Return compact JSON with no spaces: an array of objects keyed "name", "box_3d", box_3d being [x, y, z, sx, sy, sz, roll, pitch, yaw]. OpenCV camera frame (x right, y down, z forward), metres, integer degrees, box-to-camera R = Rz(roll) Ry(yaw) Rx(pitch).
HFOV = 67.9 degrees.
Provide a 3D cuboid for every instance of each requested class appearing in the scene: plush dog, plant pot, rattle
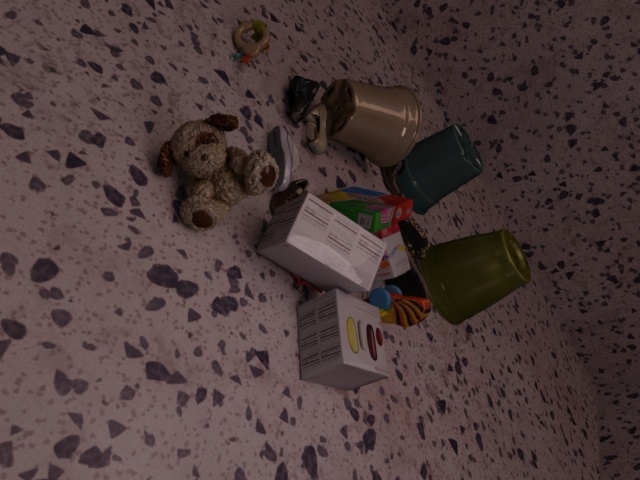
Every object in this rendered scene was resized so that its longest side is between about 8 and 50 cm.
[{"name":"plush dog","box_3d":[-0.261,-0.187,1.154,0.225,0.262,0.211,57,-1,-24]},{"name":"plant pot","box_3d":[0.168,-0.479,1.857,0.305,0.333,0.334,6,61,-38]},{"name":"plant pot","box_3d":[0.665,0.125,2.003,0.366,0.352,0.367,33,42,-36]},{"name":"plant pot","box_3d":[0.540,-0.346,2.199,0.341,0.334,0.341,32,42,-35]},{"name":"rattle","box_3d":[-0.243,-0.650,1.651,0.130,0.143,0.200,9,70,-13]}]

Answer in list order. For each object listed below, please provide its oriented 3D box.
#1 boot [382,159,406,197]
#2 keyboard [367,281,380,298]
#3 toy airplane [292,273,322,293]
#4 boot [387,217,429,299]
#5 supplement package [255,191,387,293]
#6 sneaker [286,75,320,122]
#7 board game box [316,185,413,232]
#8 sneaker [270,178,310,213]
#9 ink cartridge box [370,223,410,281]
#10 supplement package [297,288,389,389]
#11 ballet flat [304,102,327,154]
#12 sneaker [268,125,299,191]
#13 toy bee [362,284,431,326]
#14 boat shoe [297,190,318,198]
[{"name":"boot","box_3d":[0.332,-0.301,2.091,0.082,0.106,0.219,-12,75,-55]},{"name":"keyboard","box_3d":[0.180,0.138,1.658,0.072,0.014,0.256,25,47,-35]},{"name":"toy airplane","box_3d":[-0.052,0.090,1.365,0.151,0.028,0.151,28,43,-29]},{"name":"boot","box_3d":[0.336,0.083,1.798,0.284,0.138,0.378,-23,84,-59]},{"name":"supplement package","box_3d":[-0.001,0.020,1.255,0.261,0.204,0.145,33,68,-21]},{"name":"sneaker","box_3d":[-0.083,-0.518,1.734,0.106,0.101,0.267,29,40,-11]},{"name":"board game box","box_3d":[0.142,-0.111,1.595,0.316,0.242,0.064,-22,124,-57]},{"name":"sneaker","box_3d":[-0.090,-0.139,1.443,0.066,0.071,0.188,50,35,-17]},{"name":"ink cartridge box","box_3d":[0.203,0.041,1.605,0.127,0.128,0.176,-19,92,-53]},{"name":"supplement package","box_3d":[0.059,0.269,1.273,0.194,0.149,0.203,27,45,-40]},{"name":"ballet flat","box_3d":[-0.020,-0.425,1.737,0.086,0.086,0.249,28,45,-40]},{"name":"sneaker","box_3d":[-0.105,-0.251,1.483,0.091,0.094,0.258,25,46,-35]},{"name":"toy bee","box_3d":[0.194,0.214,1.475,0.195,0.298,0.162,2,103,-32]},{"name":"boat shoe","box_3d":[0.000,0.000,1.445,0.103,0.113,0.302,-48,116,-27]}]
